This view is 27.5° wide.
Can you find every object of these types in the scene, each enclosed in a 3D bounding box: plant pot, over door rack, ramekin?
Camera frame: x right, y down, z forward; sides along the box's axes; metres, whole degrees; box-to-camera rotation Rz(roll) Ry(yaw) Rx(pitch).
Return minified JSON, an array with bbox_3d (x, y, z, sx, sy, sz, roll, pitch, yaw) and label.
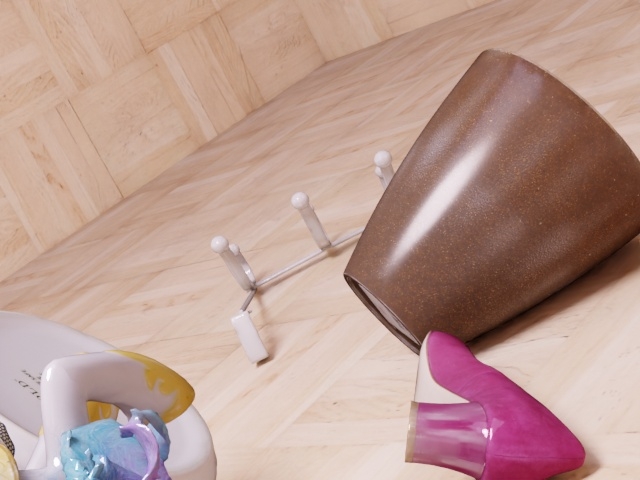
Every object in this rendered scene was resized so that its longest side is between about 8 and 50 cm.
[{"bbox_3d":[0.138,-0.012,1.151,0.230,0.215,0.215,-44,16,-8],"label":"plant pot"},{"bbox_3d":[0.000,0.000,1.511,0.239,0.108,0.324,-28,14,2],"label":"over door rack"},{"bbox_3d":[-0.198,0.157,0.937,0.127,0.273,0.273,-62,8,12],"label":"ramekin"}]

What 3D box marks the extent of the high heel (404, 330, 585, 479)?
[{"bbox_3d":[0.126,0.120,0.959,0.117,0.082,0.244,6,4,6],"label":"high heel"}]

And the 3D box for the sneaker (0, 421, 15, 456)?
[{"bbox_3d":[-0.210,0.204,0.774,0.087,0.221,0.083,-11,19,-31],"label":"sneaker"}]

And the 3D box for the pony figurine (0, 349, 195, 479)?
[{"bbox_3d":[-0.128,0.215,0.608,0.303,0.351,0.363,-19,-3,18],"label":"pony figurine"}]
